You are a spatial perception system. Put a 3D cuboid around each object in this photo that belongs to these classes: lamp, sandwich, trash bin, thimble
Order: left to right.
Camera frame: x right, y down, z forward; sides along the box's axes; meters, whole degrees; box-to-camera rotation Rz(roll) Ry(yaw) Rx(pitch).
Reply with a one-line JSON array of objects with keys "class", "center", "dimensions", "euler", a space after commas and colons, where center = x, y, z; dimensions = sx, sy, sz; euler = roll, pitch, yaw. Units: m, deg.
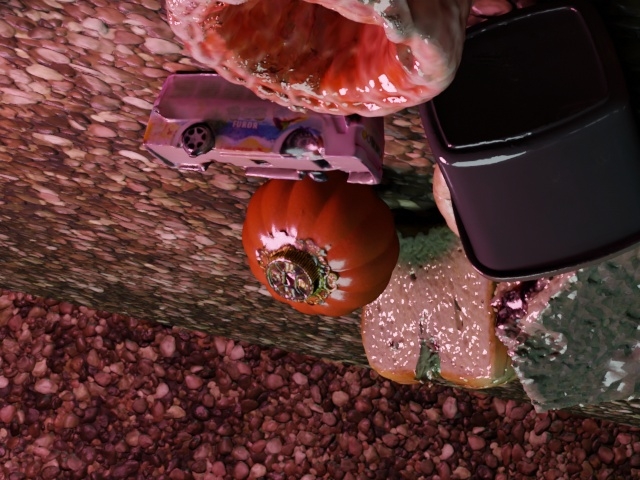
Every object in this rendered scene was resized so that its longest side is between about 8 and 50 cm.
[{"class": "lamp", "center": [0.000, 0.000, 1.496], "dimensions": [0.223, 0.196, 0.223], "euler": [15, 129, 20]}, {"class": "thimble", "center": [0.004, -0.208, 0.817], "dimensions": [0.239, 0.162, 0.239], "euler": [14, 165, 4]}, {"class": "sandwich", "center": [0.176, 0.087, 1.575], "dimensions": [0.095, 0.249, 0.273], "euler": [3, 175, -41]}, {"class": "trash bin", "center": [0.212, -0.080, 1.043], "dimensions": [0.209, 0.182, 0.290], "euler": [-17, 151, 14]}, {"class": "sandwich", "center": [0.356, 0.080, 1.355], "dimensions": [0.262, 0.131, 0.325], "euler": [19, 125, -24]}]

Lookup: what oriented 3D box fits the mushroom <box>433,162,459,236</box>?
[{"class": "mushroom", "center": [0.205, -0.051, 1.250], "dimensions": [0.166, 0.127, 0.166], "euler": [26, 151, 16]}]

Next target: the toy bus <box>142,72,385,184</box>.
[{"class": "toy bus", "center": [-0.061, -0.127, 1.237], "dimensions": [0.274, 0.112, 0.090], "euler": [5, 163, 23]}]
